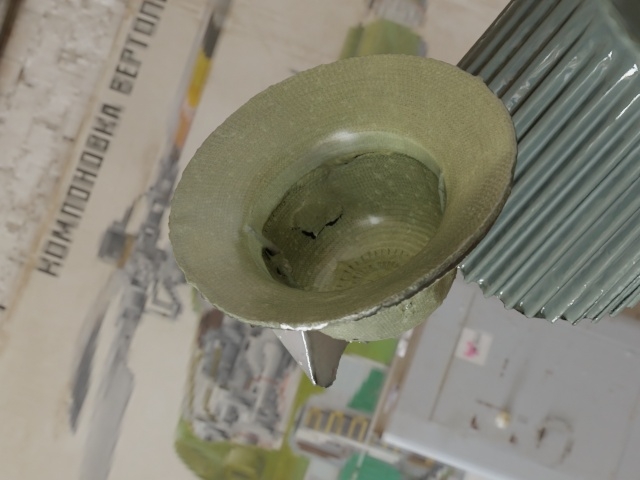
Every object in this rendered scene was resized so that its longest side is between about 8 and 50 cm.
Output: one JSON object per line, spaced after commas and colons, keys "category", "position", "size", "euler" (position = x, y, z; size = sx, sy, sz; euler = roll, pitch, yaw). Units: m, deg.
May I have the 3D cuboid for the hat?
{"category": "hat", "position": [0.030, -0.003, 0.864], "size": [0.130, 0.257, 0.257], "euler": [64, -145, -43]}

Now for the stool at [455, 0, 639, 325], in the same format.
{"category": "stool", "position": [0.267, -0.124, 1.073], "size": [0.330, 0.297, 0.297], "euler": [122, 170, -57]}

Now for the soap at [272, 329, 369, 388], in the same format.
{"category": "soap", "position": [0.000, 0.000, 1.515], "size": [0.159, 0.302, 0.258], "euler": [-39, -4, -38]}
